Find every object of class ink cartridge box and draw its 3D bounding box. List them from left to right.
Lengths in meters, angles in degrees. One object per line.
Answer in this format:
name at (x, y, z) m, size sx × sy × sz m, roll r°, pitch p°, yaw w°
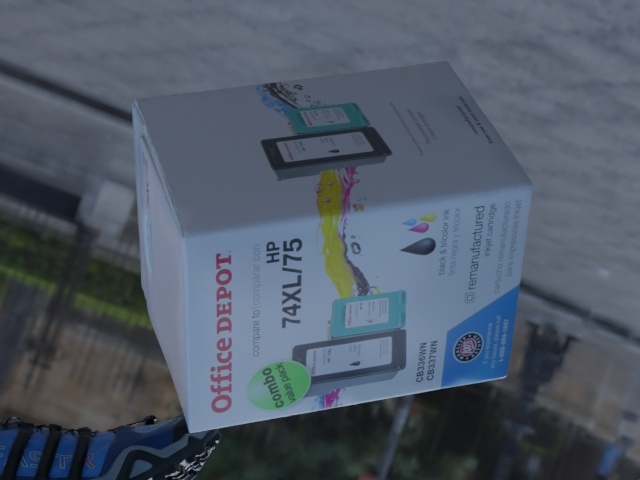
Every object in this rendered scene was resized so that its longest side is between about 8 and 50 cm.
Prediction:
ink cartridge box at (0.000, 0.000, 1.241) m, size 0.270 × 0.198 × 0.197 m, roll -9°, pitch -142°, yaw -14°

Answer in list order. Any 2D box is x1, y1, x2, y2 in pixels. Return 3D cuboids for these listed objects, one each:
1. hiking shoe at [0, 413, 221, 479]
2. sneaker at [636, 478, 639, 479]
hiking shoe at (-0.217, 0.185, 1.272) m, size 0.304 × 0.113 × 0.132 m, roll -22°, pitch -112°, yaw -38°
sneaker at (0.213, 0.291, 1.263) m, size 0.126 × 0.240 × 0.091 m, roll 57°, pitch -170°, yaw -37°
